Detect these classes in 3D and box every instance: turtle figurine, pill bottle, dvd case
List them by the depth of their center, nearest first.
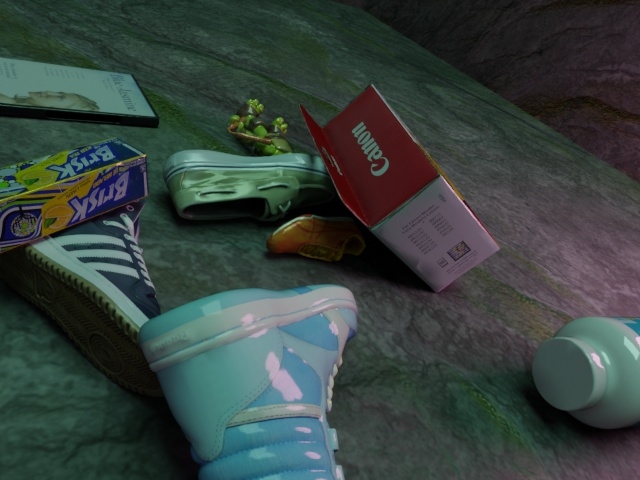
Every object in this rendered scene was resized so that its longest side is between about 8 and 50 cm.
[{"bbox_3d":[0.420,0.178,0.700,0.264,0.146,0.146,5,37,-28],"label":"pill bottle"},{"bbox_3d":[-0.434,-0.262,0.893,0.253,0.022,0.180,-4,42,-37],"label":"dvd case"},{"bbox_3d":[-0.072,-0.167,0.934,0.269,0.087,0.217,16,27,-32],"label":"turtle figurine"}]

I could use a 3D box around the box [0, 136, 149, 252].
[{"bbox_3d":[-0.261,-0.052,0.514,0.059,0.054,0.169,29,39,25],"label":"box"}]

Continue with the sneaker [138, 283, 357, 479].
[{"bbox_3d":[-0.026,0.156,0.493,0.319,0.127,0.208,6,61,-62],"label":"sneaker"}]

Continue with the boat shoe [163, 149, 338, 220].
[{"bbox_3d":[-0.092,-0.074,0.796,0.302,0.109,0.094,-2,65,-30],"label":"boat shoe"}]

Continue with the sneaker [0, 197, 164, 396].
[{"bbox_3d":[-0.211,0.034,0.543,0.282,0.099,0.153,32,35,18],"label":"sneaker"}]

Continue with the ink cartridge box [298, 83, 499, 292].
[{"bbox_3d":[0.118,-0.112,0.833,0.272,0.130,0.309,39,20,-39],"label":"ink cartridge box"}]

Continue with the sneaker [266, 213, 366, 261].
[{"bbox_3d":[0.000,0.000,0.765,0.175,0.064,0.067,-7,53,-35],"label":"sneaker"}]
